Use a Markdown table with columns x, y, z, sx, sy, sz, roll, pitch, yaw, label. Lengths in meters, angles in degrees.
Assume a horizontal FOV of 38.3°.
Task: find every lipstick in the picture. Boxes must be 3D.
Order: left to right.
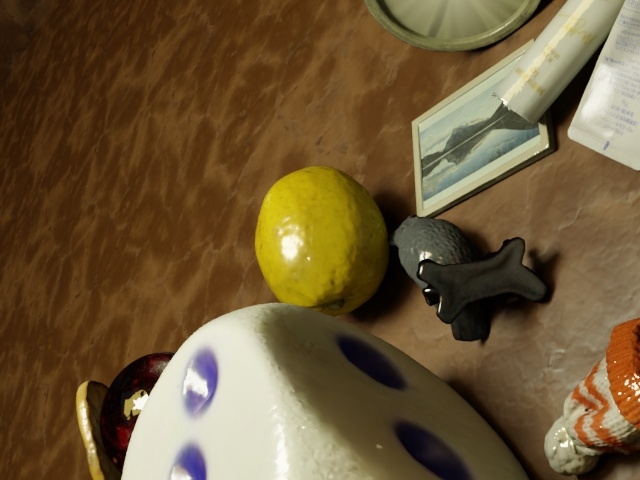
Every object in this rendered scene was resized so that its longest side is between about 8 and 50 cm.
| x | y | z | sx | sy | sz | roll | pitch | yaw | label |
| --- | --- | --- | --- | --- | --- | --- | --- | --- | --- |
| 0.282 | -0.237 | 0.940 | 0.264 | 0.059 | 0.059 | -51 | 36 | 18 | lipstick |

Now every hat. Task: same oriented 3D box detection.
| x | y | z | sx | sy | sz | roll | pitch | yaw | label |
| --- | --- | --- | --- | --- | --- | --- | --- | --- | --- |
| 0.240 | 0.145 | 0.768 | 0.162 | 0.094 | 0.112 | -46 | 12 | 40 | hat |

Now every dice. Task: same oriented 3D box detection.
| x | y | z | sx | sy | sz | roll | pitch | yaw | label |
| --- | --- | --- | --- | --- | --- | --- | --- | --- | --- |
| 0.005 | 0.254 | 0.842 | 0.277 | 0.304 | 0.304 | -59 | 33 | 15 | dice |

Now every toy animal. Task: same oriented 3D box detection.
| x | y | z | sx | sy | sz | roll | pitch | yaw | label |
| --- | --- | --- | --- | --- | --- | --- | --- | --- | --- |
| 0.146 | 0.035 | 0.998 | 0.210 | 0.121 | 0.117 | -131 | 21 | -72 | toy animal |

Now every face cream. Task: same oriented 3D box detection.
| x | y | z | sx | sy | sz | roll | pitch | yaw | label |
| --- | --- | --- | --- | --- | --- | --- | --- | --- | --- |
| 0.318 | -0.186 | 0.886 | 0.114 | 0.070 | 0.224 | 45 | 121 | 56 | face cream |

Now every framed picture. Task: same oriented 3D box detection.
| x | y | z | sx | sy | sz | roll | pitch | yaw | label |
| --- | --- | --- | --- | --- | --- | --- | --- | --- | --- |
| 0.183 | -0.124 | 1.072 | 0.203 | 0.015 | 0.150 | -30 | 49 | 44 | framed picture |

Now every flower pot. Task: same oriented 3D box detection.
| x | y | z | sx | sy | sz | roll | pitch | yaw | label |
| --- | --- | --- | --- | --- | --- | --- | --- | --- | --- |
| 0.156 | -0.365 | 1.102 | 0.212 | 0.212 | 0.202 | -38 | 33 | 38 | flower pot |

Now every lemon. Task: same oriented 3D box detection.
| x | y | z | sx | sy | sz | roll | pitch | yaw | label |
| --- | --- | --- | --- | --- | --- | --- | --- | --- | --- |
| 0.000 | 0.000 | 1.123 | 0.170 | 0.170 | 0.207 | -48 | 37 | 29 | lemon |

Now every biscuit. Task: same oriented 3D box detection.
| x | y | z | sx | sy | sz | roll | pitch | yaw | label |
| --- | --- | --- | --- | --- | --- | --- | --- | --- | --- |
| -0.289 | 0.315 | 1.325 | 0.041 | 0.260 | 0.203 | -17 | 21 | 11 | biscuit |

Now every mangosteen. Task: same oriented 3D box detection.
| x | y | z | sx | sy | sz | roll | pitch | yaw | label |
| --- | --- | --- | --- | --- | --- | --- | --- | --- | --- |
| -0.199 | 0.245 | 1.260 | 0.210 | 0.210 | 0.209 | -32 | 47 | 43 | mangosteen |
